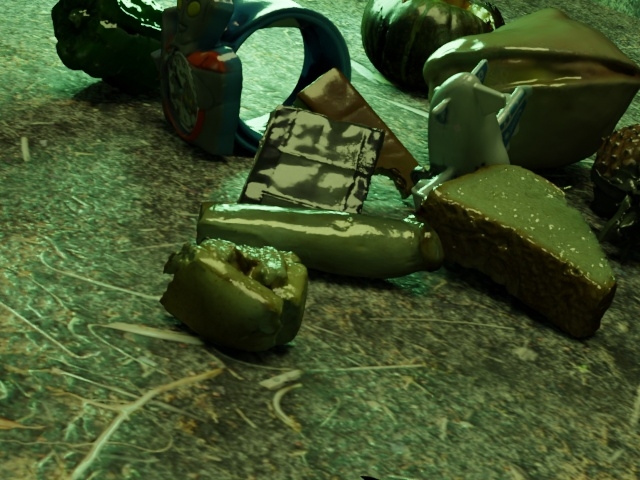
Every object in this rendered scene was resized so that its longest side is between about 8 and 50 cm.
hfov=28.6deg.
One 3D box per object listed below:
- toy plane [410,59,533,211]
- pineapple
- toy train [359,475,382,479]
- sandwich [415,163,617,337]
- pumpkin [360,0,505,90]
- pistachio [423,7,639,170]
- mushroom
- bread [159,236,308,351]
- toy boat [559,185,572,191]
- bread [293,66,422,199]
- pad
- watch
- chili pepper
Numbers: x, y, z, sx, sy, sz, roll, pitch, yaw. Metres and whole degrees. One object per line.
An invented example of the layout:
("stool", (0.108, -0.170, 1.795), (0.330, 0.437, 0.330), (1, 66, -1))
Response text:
("toy plane", (0.217, -0.137, 1.806), (0.122, 0.267, 0.266), (30, 26, 29))
("pineapple", (0.490, -0.071, 1.921), (0.165, 0.166, 0.364), (15, 23, 7))
("toy train", (0.045, 0.271, 0.808), (0.307, 0.126, 0.189), (28, 26, 34))
("sandwich", (0.292, 0.003, 1.653), (0.288, 0.100, 0.254), (32, 25, 29))
("pumpkin", (0.235, -0.415, 2.597), (0.320, 0.192, 0.320), (12, 18, -4))
("pistachio", (0.358, -0.259, 2.146), (0.365, 0.282, 0.445), (-6, -2, 37))
("mushroom", (0.000, 0.000, 1.555), (0.312, 0.081, 0.100), (5, 10, -8))
("bread", (-0.084, 0.067, 1.315), (0.156, 0.103, 0.110), (1, 35, -16))
("toy boat", (0.328, -0.065, 1.891), (0.110, 0.091, 0.175), (-11, 20, -8))
("bread", (0.062, -0.149, 1.878), (0.088, 0.049, 0.226), (-37, 86, -24))
("pad", (-0.013, -0.100, 1.759), (0.174, 0.022, 0.233), (15, 46, 4))
("watch", (-0.100, -0.292, 1.932), (0.274, 0.305, 0.241), (-8, 29, -28))
("chili pepper", (-0.304, -0.334, 2.133), (0.213, 0.167, 0.385), (41, 19, 24))
